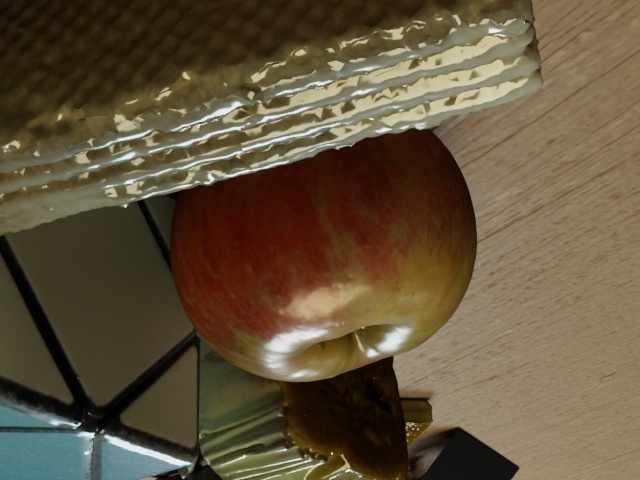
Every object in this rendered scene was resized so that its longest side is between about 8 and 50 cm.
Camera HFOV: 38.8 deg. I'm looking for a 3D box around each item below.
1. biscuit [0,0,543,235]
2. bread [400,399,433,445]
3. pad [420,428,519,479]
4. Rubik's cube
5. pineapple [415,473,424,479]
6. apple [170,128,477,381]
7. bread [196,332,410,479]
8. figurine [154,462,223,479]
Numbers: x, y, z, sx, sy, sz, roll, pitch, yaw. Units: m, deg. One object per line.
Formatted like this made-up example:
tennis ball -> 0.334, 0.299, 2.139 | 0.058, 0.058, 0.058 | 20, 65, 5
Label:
biscuit -> -0.112, -0.083, 0.458 | 0.426, 0.144, 0.078 | -13, 150, 16
bread -> 0.082, 0.226, 1.115 | 0.090, 0.035, 0.094 | 4, 148, -14
pad -> 0.194, 0.361, 1.286 | 0.170, 0.006, 0.245 | -52, 140, -1
Rubik's cube -> -0.218, 0.054, 0.616 | 0.205, 0.207, 0.205 | -22, 146, 25
pineapple -> 0.132, 0.439, 1.382 | 0.130, 0.119, 0.277 | -26, 141, 1
apple -> 0.000, 0.000, 0.596 | 0.209, 0.164, 0.209 | -12, 157, -5
bread -> -0.008, 0.118, 0.763 | 0.110, 0.192, 0.210 | -23, 144, 25
figurine -> -0.139, 0.369, 1.207 | 0.140, 0.193, 0.265 | 11, 159, -26
